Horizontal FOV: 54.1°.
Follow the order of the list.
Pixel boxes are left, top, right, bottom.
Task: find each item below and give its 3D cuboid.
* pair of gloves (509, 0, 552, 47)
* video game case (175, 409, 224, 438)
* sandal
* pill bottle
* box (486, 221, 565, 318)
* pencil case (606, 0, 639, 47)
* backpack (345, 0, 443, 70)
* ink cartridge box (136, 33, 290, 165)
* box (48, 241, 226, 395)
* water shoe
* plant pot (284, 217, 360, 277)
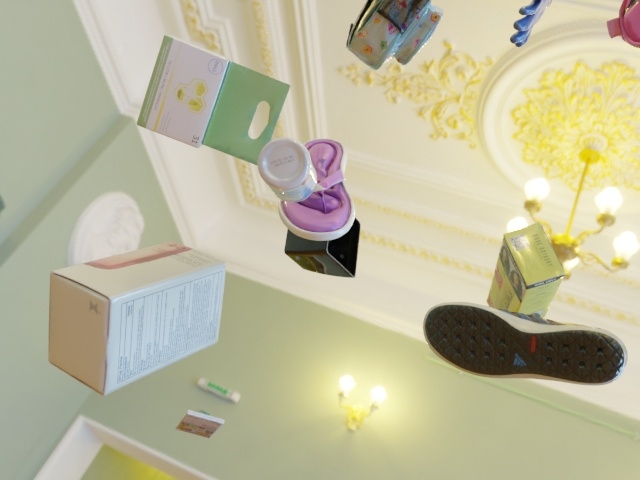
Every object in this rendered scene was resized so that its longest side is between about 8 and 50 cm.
[{"bbox_3d":[0.331,-0.386,0.912,0.023,0.159,0.198,27,-37,17],"label":"pair of gloves"},{"bbox_3d":[-0.282,0.428,1.455,0.087,0.011,0.122,20,-39,-15],"label":"video game case"},{"bbox_3d":[-0.015,-0.145,1.421,0.169,0.416,0.102,-5,-55,1],"label":"sandal"},{"bbox_3d":[-0.051,-0.114,1.072,0.087,0.087,0.160,24,-5,8],"label":"pill bottle"},{"bbox_3d":[0.297,0.070,0.926,0.058,0.087,0.232,-17,-28,0],"label":"box"},{"bbox_3d":[0.418,-0.233,0.685,0.209,0.095,0.098,5,-22,-29],"label":"pencil case"},{"bbox_3d":[0.141,-0.419,1.216,0.144,0.166,0.188,42,-71,-14],"label":"backpack"},{"bbox_3d":[-0.193,-0.248,1.140,0.235,0.056,0.171,21,-76,-6],"label":"ink cartridge box"},{"bbox_3d":[-0.267,0.104,0.936,0.126,0.232,0.149,19,-71,29],"label":"box"},{"bbox_3d":[0.209,0.112,0.658,0.203,0.073,0.080,10,-3,27],"label":"water shoe"},{"bbox_3d":[0.000,0.000,1.857,0.166,0.188,0.187,-9,-30,28],"label":"plant pot"}]
